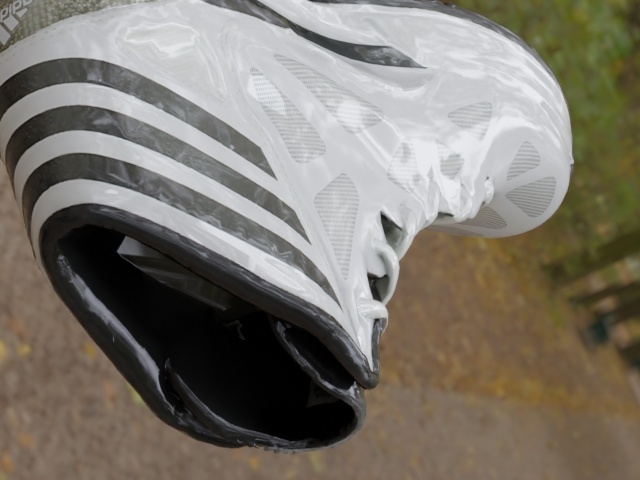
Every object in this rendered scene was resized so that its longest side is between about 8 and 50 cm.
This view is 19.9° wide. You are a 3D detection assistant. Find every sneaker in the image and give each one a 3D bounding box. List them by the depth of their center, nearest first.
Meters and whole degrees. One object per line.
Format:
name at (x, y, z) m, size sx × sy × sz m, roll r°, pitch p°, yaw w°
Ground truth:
sneaker at (-0.001, 0.000, 0.944) m, size 0.447 × 0.169 × 0.257 m, roll 17°, pitch 54°, yaw -48°
